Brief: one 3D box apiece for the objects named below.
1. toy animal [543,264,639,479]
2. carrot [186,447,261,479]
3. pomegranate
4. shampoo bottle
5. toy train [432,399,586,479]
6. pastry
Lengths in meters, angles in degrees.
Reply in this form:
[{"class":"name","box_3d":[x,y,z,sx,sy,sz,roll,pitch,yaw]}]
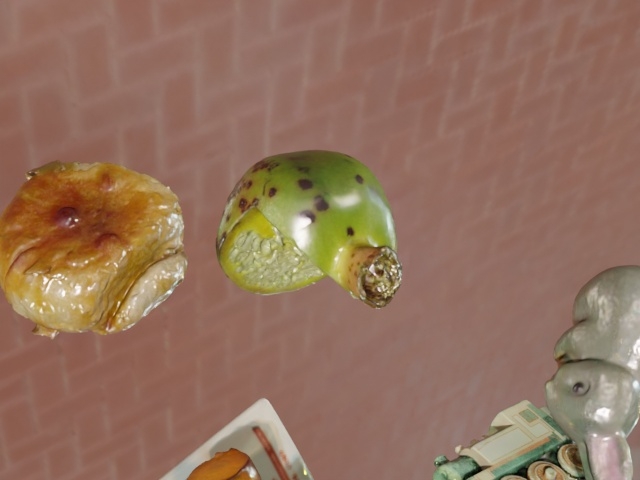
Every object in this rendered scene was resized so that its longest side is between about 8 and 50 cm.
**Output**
[{"class":"toy animal","box_3d":[0.284,0.140,1.086,0.127,0.125,0.251,71,36,-44]},{"class":"carrot","box_3d":[-0.059,0.310,1.096,0.072,0.205,0.072,-27,-171,4]},{"class":"pomegranate","box_3d":[0.004,-0.012,0.878,0.143,0.169,0.122,39,64,-36]},{"class":"shampoo bottle","box_3d":[-0.143,0.295,1.211,0.284,0.153,0.071,-20,161,-35]},{"class":"toy train","box_3d":[0.201,0.243,1.142,0.194,0.125,0.081,-15,132,-40]},{"class":"pastry","box_3d":[-0.262,0.000,1.242,0.218,0.229,0.100,-29,144,-21]}]
